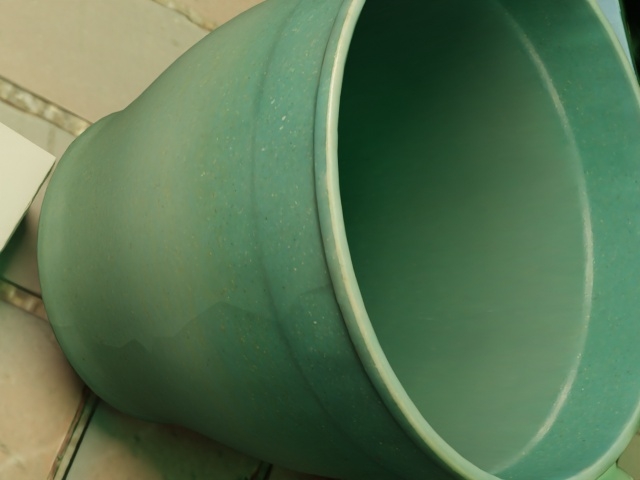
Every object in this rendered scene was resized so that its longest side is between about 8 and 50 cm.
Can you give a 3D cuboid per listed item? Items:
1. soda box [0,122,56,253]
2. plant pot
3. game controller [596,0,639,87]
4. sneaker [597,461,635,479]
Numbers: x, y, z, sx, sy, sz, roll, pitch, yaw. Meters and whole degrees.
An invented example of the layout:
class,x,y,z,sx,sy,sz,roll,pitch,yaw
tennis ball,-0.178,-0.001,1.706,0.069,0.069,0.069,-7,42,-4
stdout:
class,x,y,z,sx,sy,sz,roll,pitch,yaw
soda box,-0.255,-0.065,0.788,0.216,0.074,0.069,33,62,-13
plant pot,0.000,0.000,0.762,0.271,0.255,0.272,13,72,-47
game controller,0.135,-0.107,0.993,0.319,0.067,0.166,-16,85,-29
sneaker,0.062,0.140,0.867,0.252,0.103,0.111,-15,76,-36
